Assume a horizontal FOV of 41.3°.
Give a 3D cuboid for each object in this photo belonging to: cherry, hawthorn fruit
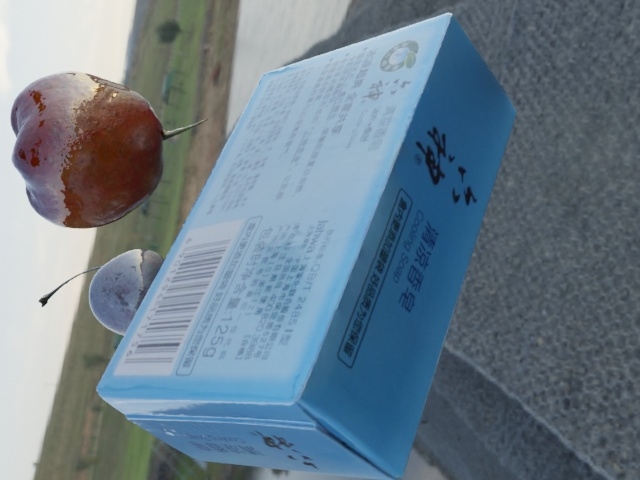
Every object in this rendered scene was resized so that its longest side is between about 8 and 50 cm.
[{"bbox_3d":[-0.291,0.099,1.228,0.148,0.188,0.115,58,169,-7],"label":"cherry"},{"bbox_3d":[-0.175,-0.066,0.662,0.125,0.140,0.125,-56,22,38],"label":"hawthorn fruit"}]

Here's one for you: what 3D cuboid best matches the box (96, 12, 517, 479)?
[{"bbox_3d":[0.000,0.000,0.448,0.143,0.083,0.232,-9,47,42],"label":"box"}]
